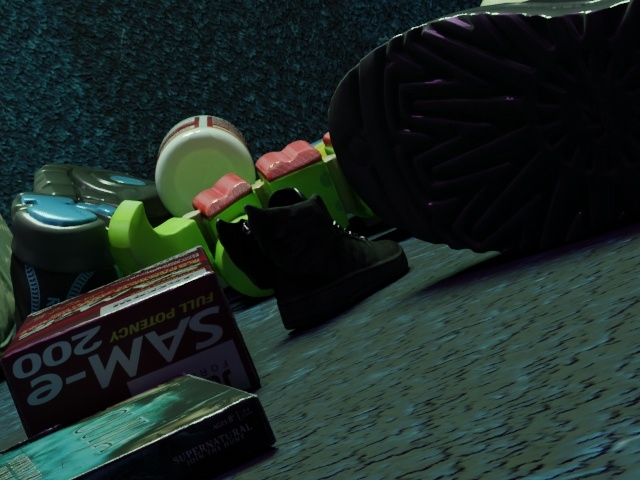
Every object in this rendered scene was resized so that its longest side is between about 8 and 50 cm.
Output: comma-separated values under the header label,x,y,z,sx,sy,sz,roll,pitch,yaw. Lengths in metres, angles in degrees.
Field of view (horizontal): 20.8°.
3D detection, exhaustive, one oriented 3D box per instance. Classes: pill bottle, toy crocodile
label,x,y,z,sx,sy,sz,roll,pitch,yaw
pill bottle,-0.101,-0.064,1.531,0.086,0.086,0.152,-22,11,1
toy crocodile,-0.006,-0.040,1.416,0.340,0.105,0.115,-23,16,-12

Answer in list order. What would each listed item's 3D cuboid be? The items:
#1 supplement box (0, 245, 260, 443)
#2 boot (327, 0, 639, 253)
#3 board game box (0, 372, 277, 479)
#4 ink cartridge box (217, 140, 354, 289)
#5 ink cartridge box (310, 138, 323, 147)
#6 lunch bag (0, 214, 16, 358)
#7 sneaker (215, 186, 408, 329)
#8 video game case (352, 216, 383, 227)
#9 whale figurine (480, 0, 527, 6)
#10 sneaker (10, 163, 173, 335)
label,x,y,z,sx,sy,sz,roll,pitch,yaw
supplement box,-0.114,0.064,1.052,0.130,0.073,0.239,-22,6,-5
boot,0.265,-0.142,1.137,0.367,0.146,0.445,-9,15,36
board game box,-0.100,0.103,0.831,0.126,0.026,0.186,-24,5,-14
ink cartridge box,0.011,-0.063,1.664,0.303,0.072,0.307,-31,8,10
ink cartridge box,0.081,-0.111,2.068,0.139,0.082,0.190,-18,8,43
lunch bag,-0.441,0.076,1.621,0.305,0.212,0.256,-25,21,7
sneaker,-0.002,0.001,1.137,0.051,0.089,0.170,-19,6,33
video game case,0.118,-0.063,1.702,0.193,0.023,0.212,-22,6,-3
whale figurine,0.232,-0.146,1.570,0.216,0.141,0.272,-2,31,1
sneaker,-0.211,0.014,1.537,0.125,0.139,0.341,10,11,6
